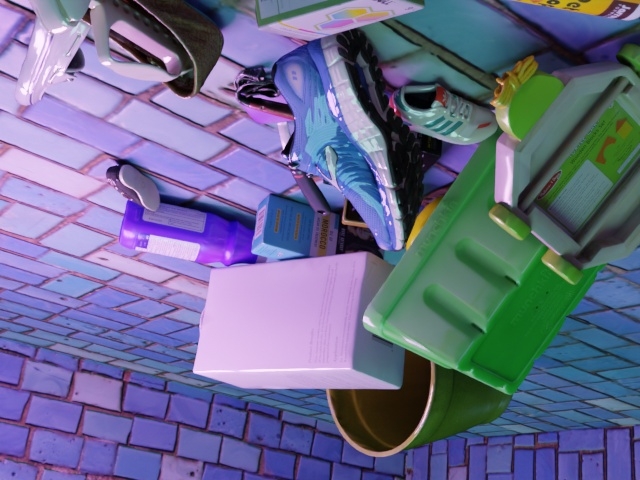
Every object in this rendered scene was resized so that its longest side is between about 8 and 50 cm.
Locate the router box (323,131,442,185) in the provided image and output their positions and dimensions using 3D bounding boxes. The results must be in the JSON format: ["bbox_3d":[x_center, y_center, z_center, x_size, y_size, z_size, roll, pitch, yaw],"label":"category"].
[{"bbox_3d":[0.093,-0.126,1.322,0.133,0.046,0.179,13,157,-13],"label":"router box"}]

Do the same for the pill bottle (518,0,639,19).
[{"bbox_3d":[0.252,-0.277,0.812,0.215,0.117,0.117,9,158,-4],"label":"pill bottle"}]

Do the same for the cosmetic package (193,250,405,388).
[{"bbox_3d":[-0.038,0.155,1.564,0.385,0.217,0.156,-6,156,40],"label":"cosmetic package"}]

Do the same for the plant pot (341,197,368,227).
[{"bbox_3d":[0.077,-0.059,1.454,0.081,0.081,0.083,9,170,-5],"label":"plant pot"}]

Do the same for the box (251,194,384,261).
[{"bbox_3d":[0.000,0.000,1.583,0.244,0.100,0.060,15,157,-21],"label":"box"}]

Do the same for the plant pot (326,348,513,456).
[{"bbox_3d":[0.262,0.316,2.020,0.353,0.366,0.366,8,161,-37],"label":"plant pot"}]

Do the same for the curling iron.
[{"bbox_3d":[0.007,-0.172,1.187,0.274,0.035,0.068,20,155,-4],"label":"curling iron"}]

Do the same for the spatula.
[{"bbox_3d":[-0.043,-0.133,1.318,0.084,0.030,0.296,-3,139,23],"label":"spatula"}]

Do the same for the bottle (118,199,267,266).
[{"bbox_3d":[-0.239,-0.009,1.640,0.283,0.092,0.118,12,161,-12],"label":"bottle"}]

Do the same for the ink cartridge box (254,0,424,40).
[{"bbox_3d":[0.042,-0.270,0.907,0.209,0.062,0.109,-8,-178,31],"label":"ink cartridge box"}]

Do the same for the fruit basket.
[{"bbox_3d":[0.230,0.013,1.339,0.392,0.392,0.283,-12,151,39],"label":"fruit basket"}]

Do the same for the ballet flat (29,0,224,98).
[{"bbox_3d":[-0.248,-0.265,0.976,0.116,0.124,0.342,-11,152,35],"label":"ballet flat"}]

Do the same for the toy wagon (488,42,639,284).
[{"bbox_3d":[0.318,-0.111,1.051,0.344,0.267,0.068,35,-174,-32],"label":"toy wagon"}]

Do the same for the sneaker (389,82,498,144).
[{"bbox_3d":[0.170,-0.176,1.162,0.161,0.057,0.075,11,163,-4],"label":"sneaker"}]

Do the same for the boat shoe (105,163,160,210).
[{"bbox_3d":[-0.331,-0.094,1.521,0.042,0.049,0.133,2,156,25],"label":"boat shoe"}]

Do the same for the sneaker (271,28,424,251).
[{"bbox_3d":[0.037,-0.123,1.142,0.147,0.130,0.330,-8,124,29],"label":"sneaker"}]

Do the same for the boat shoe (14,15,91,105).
[{"bbox_3d":[-0.350,-0.237,1.127,0.075,0.083,0.226,16,155,-20],"label":"boat shoe"}]
